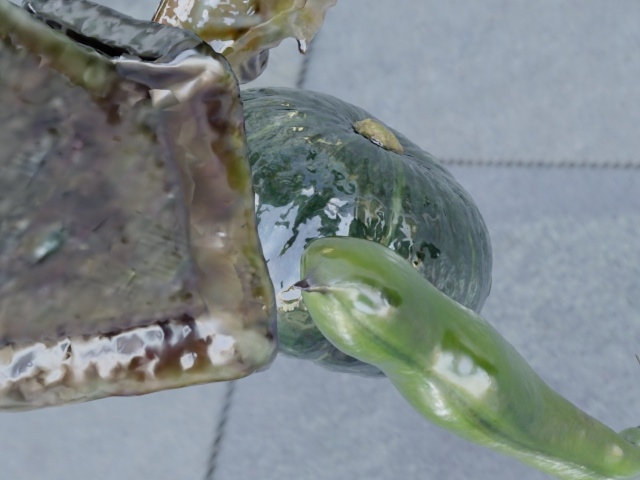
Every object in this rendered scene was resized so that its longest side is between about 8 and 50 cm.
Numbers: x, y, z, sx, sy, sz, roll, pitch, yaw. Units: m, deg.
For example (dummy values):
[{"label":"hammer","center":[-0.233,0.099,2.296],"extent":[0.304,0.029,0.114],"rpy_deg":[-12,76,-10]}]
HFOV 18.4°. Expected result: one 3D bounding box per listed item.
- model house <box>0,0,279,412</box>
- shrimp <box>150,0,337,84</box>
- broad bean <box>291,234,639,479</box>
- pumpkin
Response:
[{"label":"model house","center":[-0.089,-0.023,0.467],"extent":[0.165,0.152,0.106],"rpy_deg":[29,89,49]},{"label":"shrimp","center":[0.032,-0.121,0.482],"extent":[0.251,0.052,0.143],"rpy_deg":[-57,17,14]},{"label":"broad bean","center":[0.089,0.069,1.022],"extent":[0.056,0.318,0.098],"rpy_deg":[-38,53,23]},{"label":"pumpkin","center":[-0.001,-0.002,1.152],"extent":[0.152,0.211,0.211],"rpy_deg":[-52,54,16]}]
